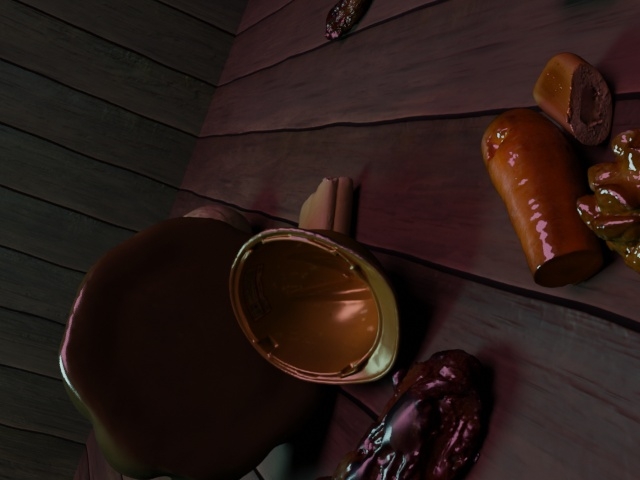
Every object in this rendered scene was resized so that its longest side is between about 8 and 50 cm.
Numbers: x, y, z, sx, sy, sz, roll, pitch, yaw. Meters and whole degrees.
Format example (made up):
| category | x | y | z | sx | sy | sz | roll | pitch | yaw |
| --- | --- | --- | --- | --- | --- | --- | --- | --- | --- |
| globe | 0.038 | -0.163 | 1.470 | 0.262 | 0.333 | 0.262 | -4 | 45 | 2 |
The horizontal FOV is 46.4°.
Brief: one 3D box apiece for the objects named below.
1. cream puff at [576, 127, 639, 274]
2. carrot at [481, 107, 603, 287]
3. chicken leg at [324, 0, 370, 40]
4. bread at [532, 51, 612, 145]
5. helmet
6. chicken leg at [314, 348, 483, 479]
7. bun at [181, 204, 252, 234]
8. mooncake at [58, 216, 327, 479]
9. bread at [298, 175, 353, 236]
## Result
| category | x | y | z | sx | sy | sz | roll | pitch | yaw |
| --- | --- | --- | --- | --- | --- | --- | --- | --- | --- |
| cream puff | 0.253 | -0.025 | 0.534 | 0.094 | 0.122 | 0.116 | -107 | 2 | -69 |
| carrot | 0.208 | -0.048 | 0.696 | 0.087 | 0.087 | 0.193 | -55 | 31 | 35 |
| chicken leg | 0.065 | -0.476 | 1.489 | 0.219 | 0.048 | 0.090 | -43 | 36 | 50 |
| bread | 0.249 | -0.138 | 0.717 | 0.103 | 0.049 | 0.062 | -111 | 41 | -57 |
| helmet | 0.017 | 0.067 | 0.970 | 0.257 | 0.140 | 0.205 | 9 | 111 | 30 |
| chicken leg | 0.068 | 0.232 | 0.807 | 0.323 | 0.083 | 0.177 | -60 | 14 | 21 |
| bun | -0.289 | 0.090 | 1.621 | 0.361 | 0.213 | 0.361 | -55 | 23 | 36 |
| mooncake | -0.181 | 0.167 | 1.076 | 0.201 | 0.378 | 0.379 | 127 | 156 | -62 |
| bread | 0.000 | 0.000 | 1.195 | 0.139 | 0.060 | 0.178 | -45 | 32 | 49 |
